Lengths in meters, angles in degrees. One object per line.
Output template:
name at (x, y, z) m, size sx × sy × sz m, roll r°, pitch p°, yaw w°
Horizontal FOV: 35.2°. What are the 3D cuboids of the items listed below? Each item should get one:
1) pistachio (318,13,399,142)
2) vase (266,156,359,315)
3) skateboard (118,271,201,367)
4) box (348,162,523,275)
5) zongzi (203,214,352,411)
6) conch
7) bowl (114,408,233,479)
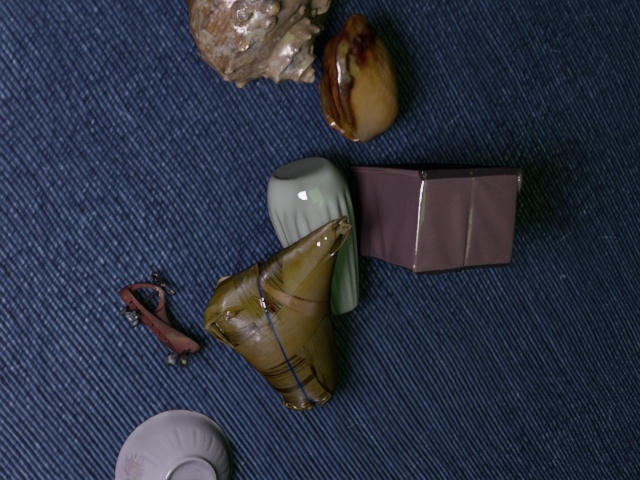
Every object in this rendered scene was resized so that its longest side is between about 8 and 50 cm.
pistachio at (0.056, -0.248, 1.548) m, size 0.165 × 0.130 × 0.210 m, roll -68°, pitch 157°, yaw -45°
vase at (0.000, 0.000, 1.564) m, size 0.128 × 0.128 × 0.248 m, roll -25°, pitch 114°, yaw -20°
skateboard at (-0.234, 0.116, 1.505) m, size 0.151 × 0.067 × 0.080 m, roll 49°, pitch 67°, yaw -17°
box at (0.168, -0.042, 1.559) m, size 0.188 × 0.252 × 0.153 m, roll -3°, pitch 98°, yaw -25°
zongzi at (0.003, 0.114, 1.506) m, size 0.289 × 0.123 × 0.260 m, roll -29°, pitch 116°, yaw 26°
conch at (-0.072, -0.398, 1.449) m, size 0.297 × 0.210 × 0.352 m, roll -36°, pitch 113°, yaw -33°
bowl at (-0.207, 0.357, 1.526) m, size 0.189 × 0.086 × 0.189 m, roll -3°, pitch 98°, yaw -24°
